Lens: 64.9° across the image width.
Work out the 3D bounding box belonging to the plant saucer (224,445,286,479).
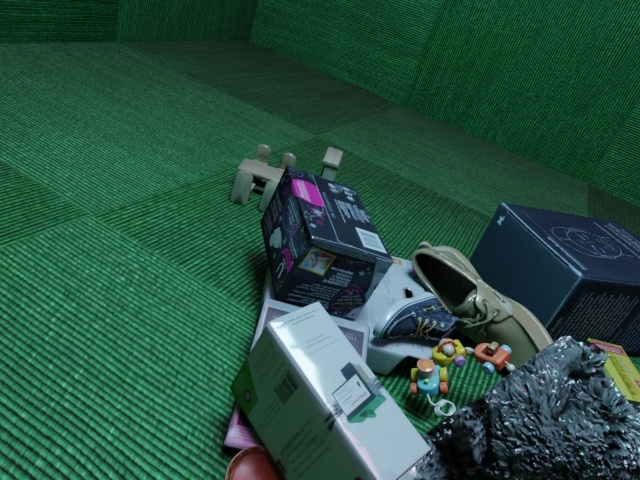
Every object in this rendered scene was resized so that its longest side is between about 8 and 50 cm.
[{"bbox_3d":[-0.077,0.298,0.619,0.083,0.013,0.083,11,52,-15],"label":"plant saucer"}]

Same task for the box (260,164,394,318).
[{"bbox_3d":[0.000,0.000,0.910,0.163,0.142,0.247,17,30,-25],"label":"box"}]

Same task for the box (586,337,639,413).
[{"bbox_3d":[0.596,0.297,0.989,0.087,0.058,0.232,15,29,-5],"label":"box"}]

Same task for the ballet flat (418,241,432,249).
[{"bbox_3d":[0.284,0.051,1.234,0.057,0.049,0.173,11,30,-15],"label":"ballet flat"}]

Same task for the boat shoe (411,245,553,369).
[{"bbox_3d":[0.306,0.142,0.988,0.110,0.121,0.341,4,36,-49],"label":"boat shoe"}]

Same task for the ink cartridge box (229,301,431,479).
[{"bbox_3d":[0.001,0.213,0.609,0.093,0.160,0.219,-17,60,-42],"label":"ink cartridge box"}]

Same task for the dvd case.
[{"bbox_3d":[-0.025,0.208,0.738,0.179,0.029,0.238,16,48,-5],"label":"dvd case"}]

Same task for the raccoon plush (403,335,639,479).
[{"bbox_3d":[0.323,0.348,0.704,0.446,0.216,0.299,-28,63,-16],"label":"raccoon plush"}]

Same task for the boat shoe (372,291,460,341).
[{"bbox_3d":[0.172,0.144,0.869,0.083,0.065,0.183,39,34,29],"label":"boat shoe"}]

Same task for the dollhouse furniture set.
[{"bbox_3d":[-0.084,-0.177,1.292,0.242,0.161,0.212,18,29,-1],"label":"dollhouse furniture set"}]

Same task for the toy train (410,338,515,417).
[{"bbox_3d":[0.218,0.198,0.798,0.166,0.046,0.125,-31,29,-24],"label":"toy train"}]

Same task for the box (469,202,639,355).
[{"bbox_3d":[0.609,0.093,1.187,0.396,0.212,0.293,8,32,-21],"label":"box"}]

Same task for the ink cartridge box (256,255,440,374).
[{"bbox_3d":[0.053,0.110,0.982,0.330,0.071,0.324,18,29,-9],"label":"ink cartridge box"}]
